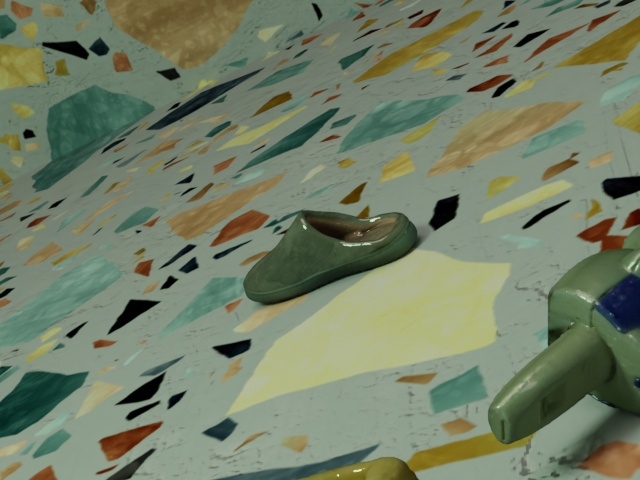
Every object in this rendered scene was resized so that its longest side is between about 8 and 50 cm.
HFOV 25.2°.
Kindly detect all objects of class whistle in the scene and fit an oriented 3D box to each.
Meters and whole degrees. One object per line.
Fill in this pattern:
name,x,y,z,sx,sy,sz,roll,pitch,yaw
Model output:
whistle,0.203,0.053,0.932,0.244,0.110,0.092,-36,53,-25

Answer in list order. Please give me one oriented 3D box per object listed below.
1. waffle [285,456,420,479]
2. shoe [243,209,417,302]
waffle,-0.067,0.226,0.922,0.274,0.057,0.168,-17,21,34
shoe,0.000,0.000,1.435,0.195,0.078,0.079,-15,22,27
